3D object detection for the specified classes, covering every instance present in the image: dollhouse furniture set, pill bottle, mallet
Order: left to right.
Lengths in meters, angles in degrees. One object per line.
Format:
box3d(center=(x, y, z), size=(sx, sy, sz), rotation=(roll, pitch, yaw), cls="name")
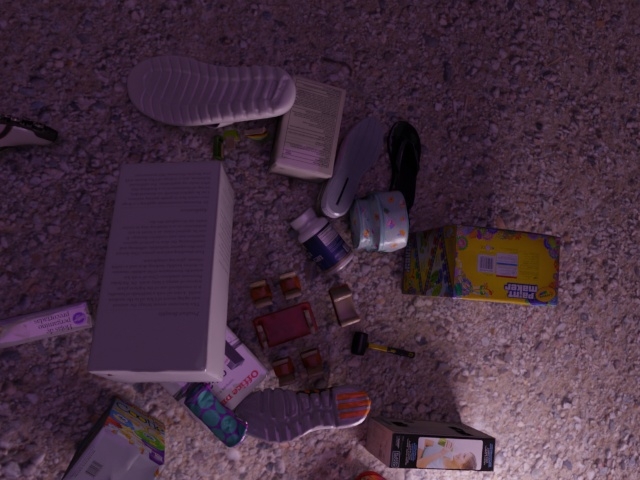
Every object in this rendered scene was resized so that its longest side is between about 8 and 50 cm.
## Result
box3d(center=(-0.192, -0.237, 1.282), size=(0.152, 0.076, 0.058), rotation=(-3, 84, 13), cls="dollhouse furniture set")
box3d(center=(-0.038, 0.199, 1.312), size=(0.259, 0.135, 0.261), rotation=(-17, 91, -5), cls="dollhouse furniture set")
box3d(center=(0.000, 0.000, 1.331), size=(0.094, 0.094, 0.169), rotation=(-41, 97, -14), cls="pill bottle")
box3d(center=(0.168, 0.301, 1.394), size=(0.190, 0.039, 0.062), rotation=(23, 81, -17), cls="mallet")

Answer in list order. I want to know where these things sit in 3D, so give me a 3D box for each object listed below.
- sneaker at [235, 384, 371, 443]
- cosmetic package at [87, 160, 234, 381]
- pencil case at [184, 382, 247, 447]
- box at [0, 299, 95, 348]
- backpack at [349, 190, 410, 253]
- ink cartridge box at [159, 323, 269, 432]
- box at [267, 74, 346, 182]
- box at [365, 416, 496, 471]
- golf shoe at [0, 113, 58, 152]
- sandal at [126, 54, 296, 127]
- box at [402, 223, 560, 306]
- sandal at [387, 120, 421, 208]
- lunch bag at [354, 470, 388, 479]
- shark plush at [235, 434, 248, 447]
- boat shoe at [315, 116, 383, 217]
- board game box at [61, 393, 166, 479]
box3d(center=(-0.038, 0.422, 1.263), size=(0.321, 0.180, 0.124), rotation=(-3, 72, 2), cls="sneaker")
box3d(center=(-0.320, 0.064, 1.107), size=(0.230, 0.161, 0.453), rotation=(-1, 67, 3), cls="cosmetic package")
box3d(center=(-0.228, 0.383, 1.141), size=(0.070, 0.064, 0.151), rotation=(-42, 100, 3), cls="pencil case")
box3d(center=(-0.677, 0.200, 1.142), size=(0.324, 0.067, 0.063), rotation=(-13, 91, -17), cls="box")
box3d(center=(0.151, -0.047, 1.328), size=(0.145, 0.188, 0.165), rotation=(-3, 88, -16), cls="backpack")
box3d(center=(-0.284, 0.279, 1.223), size=(0.197, 0.114, 0.273), rotation=(-43, 99, -14), cls="ink cartridge box")
box3d(center=(-0.037, -0.277, 1.320), size=(0.149, 0.127, 0.232), rotation=(12, 84, -15), cls="box")
box3d(center=(0.283, 0.529, 1.343), size=(0.290, 0.169, 0.087), rotation=(9, 82, -14), cls="box")
box3d(center=(-0.729, -0.225, 1.148), size=(0.273, 0.105, 0.120), rotation=(5, 101, -10), cls="golf shoe")
box3d(center=(-0.265, -0.347, 1.263), size=(0.417, 0.102, 0.169), rotation=(7, 86, 6), cls="sandal")
box3d(center=(0.406, 0.069, 1.346), size=(0.290, 0.279, 0.176), rotation=(6, 85, -15), cls="box")
box3d(center=(0.239, -0.208, 1.431), size=(0.097, 0.054, 0.254), rotation=(1, 86, -16), cls="sandal")
box3d(center=(0.161, 0.772, 1.316), size=(0.293, 0.120, 0.258), rotation=(40, 78, -11), cls="lunch bag")
box3d(center=(-0.165, 0.445, 1.295), size=(0.161, 0.073, 0.067), rotation=(-38, 118, -35), cls="shark plush")
box3d(center=(0.066, -0.195, 1.360), size=(0.109, 0.094, 0.302), rotation=(36, 71, -25), cls="boat shoe")
box3d(center=(-0.426, 0.450, 1.088), size=(0.142, 0.275, 0.144), rotation=(38, 77, -11), cls="board game box")
